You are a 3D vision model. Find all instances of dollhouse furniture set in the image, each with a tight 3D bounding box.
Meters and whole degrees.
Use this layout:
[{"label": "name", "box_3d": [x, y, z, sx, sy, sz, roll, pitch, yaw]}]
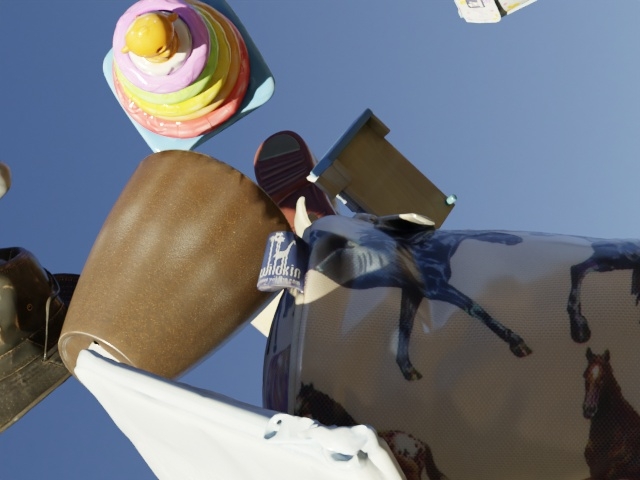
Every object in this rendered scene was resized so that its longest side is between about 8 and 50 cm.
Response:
[{"label": "dollhouse furniture set", "box_3d": [0.069, 0.022, 1.799, 0.286, 0.198, 0.303, 41, -134, -6]}]

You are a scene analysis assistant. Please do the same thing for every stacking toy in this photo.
[{"label": "stacking toy", "box_3d": [-0.168, -0.204, 1.398, 0.166, 0.175, 0.302, 57, -177, 3]}]

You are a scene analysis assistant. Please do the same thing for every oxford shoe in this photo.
[{"label": "oxford shoe", "box_3d": [0.000, 0.000, 1.924, 0.130, 0.123, 0.348, 38, -145, -55]}]

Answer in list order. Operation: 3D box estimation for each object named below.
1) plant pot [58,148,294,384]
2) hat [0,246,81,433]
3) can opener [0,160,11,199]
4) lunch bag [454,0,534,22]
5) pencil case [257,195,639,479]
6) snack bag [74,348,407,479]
[{"label": "plant pot", "box_3d": [-0.169, 0.057, 1.367, 0.230, 0.215, 0.215, -56, -37, -38]}, {"label": "hat", "box_3d": [-0.390, 0.090, 1.449, 0.331, 0.331, 0.134, -52, -48, -46]}, {"label": "can opener", "box_3d": [-0.464, -0.023, 1.517, 0.074, 0.280, 0.093, 22, -133, -36]}, {"label": "lunch bag", "box_3d": [0.180, -0.270, 1.352, 0.071, 0.083, 0.053, 58, -169, -50]}, {"label": "pencil case", "box_3d": [0.172, 0.063, 0.731, 0.160, 0.410, 0.183, 73, -162, -77]}, {"label": "snack bag", "box_3d": [0.026, 0.188, 0.651, 0.037, 0.323, 0.342, -43, -69, -21]}]
